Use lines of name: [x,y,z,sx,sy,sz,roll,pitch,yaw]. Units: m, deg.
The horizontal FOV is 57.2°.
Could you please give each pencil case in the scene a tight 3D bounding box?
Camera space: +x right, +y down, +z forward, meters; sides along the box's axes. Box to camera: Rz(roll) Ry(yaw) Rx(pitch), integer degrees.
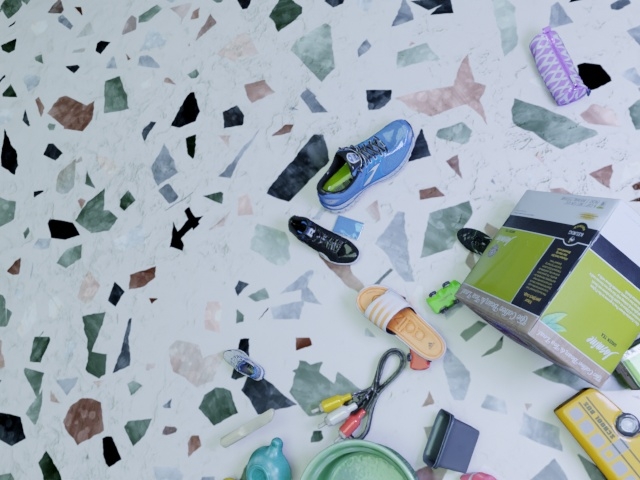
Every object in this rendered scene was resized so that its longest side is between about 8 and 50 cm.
pencil case: [0.624,-0.454,1.545,0.086,0.088,0.206,-23,70,9]

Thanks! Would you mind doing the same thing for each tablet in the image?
tablet: [0.078,-0.037,1.656,0.083,0.006,0.054,19,83,20]

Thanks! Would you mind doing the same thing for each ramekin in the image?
ramekin: [0.104,0.630,1.404,0.303,0.148,0.303,-4,75,17]

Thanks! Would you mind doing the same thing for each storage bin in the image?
storage bin: [0.315,0.488,1.412,0.091,0.098,0.135,23,83,-7]

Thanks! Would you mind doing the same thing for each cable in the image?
cable: [0.122,0.403,1.497,0.287,0.072,0.139,-41,74,4]

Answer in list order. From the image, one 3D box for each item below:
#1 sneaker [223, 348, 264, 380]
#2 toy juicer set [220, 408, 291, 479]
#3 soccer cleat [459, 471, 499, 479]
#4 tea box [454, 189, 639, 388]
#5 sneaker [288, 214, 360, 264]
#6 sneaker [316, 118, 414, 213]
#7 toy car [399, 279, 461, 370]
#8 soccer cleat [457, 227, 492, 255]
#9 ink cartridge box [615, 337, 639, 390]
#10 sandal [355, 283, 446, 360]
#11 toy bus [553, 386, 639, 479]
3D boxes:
sneaker: [-0.218,0.340,1.628,0.135,0.058,0.052,24,85,22]
toy juicer set: [-0.169,0.609,1.536,0.209,0.089,0.329,-13,81,27]
soccer cleat: [0.375,0.666,1.358,0.095,0.083,0.248,-11,77,45]
tea box: [0.523,0.085,1.284,0.220,0.329,0.323,36,90,-15]
sneaker: [0.000,0.000,1.610,0.217,0.121,0.079,25,86,22]
sneaker: [0.122,-0.211,1.611,0.330,0.147,0.130,-43,68,3]
toy car: [0.274,0.186,1.514,0.225,0.053,0.239,-35,70,6]
soccer cleat: [0.427,0.018,1.496,0.179,0.072,0.060,36,89,22]
ink cartridge box: [0.738,0.233,1.246,0.188,0.255,0.097,-31,70,8]
sandal: [0.200,0.196,1.463,0.265,0.076,0.102,35,89,22]
toy bus: [0.676,0.479,1.283,0.130,0.108,0.333,-38,69,6]
